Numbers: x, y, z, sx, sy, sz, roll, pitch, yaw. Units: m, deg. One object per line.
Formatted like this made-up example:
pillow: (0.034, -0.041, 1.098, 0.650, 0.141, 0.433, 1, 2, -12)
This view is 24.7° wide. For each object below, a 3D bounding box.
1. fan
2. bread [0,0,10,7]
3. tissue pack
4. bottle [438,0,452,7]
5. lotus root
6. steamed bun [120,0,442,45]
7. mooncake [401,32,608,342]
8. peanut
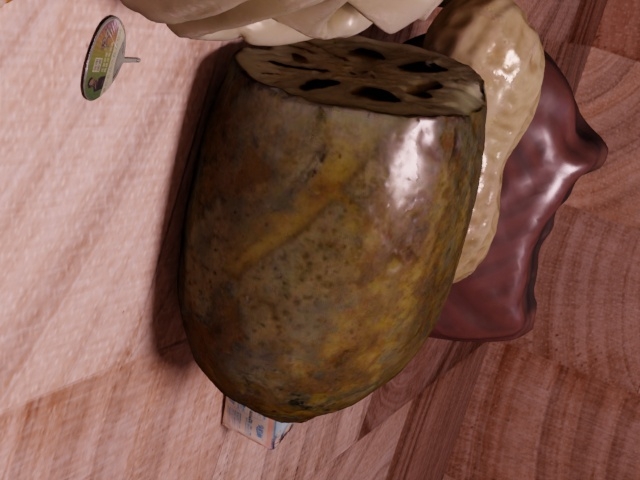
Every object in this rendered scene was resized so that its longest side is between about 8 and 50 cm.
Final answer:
fan: (-0.150, -0.122, 1.033, 0.060, 0.003, 0.080, -64, 163, -16)
bread: (-0.141, -0.222, 0.620, 0.133, 0.179, 0.250, 53, 50, -62)
tissue pack: (-0.063, 0.164, 1.561, 0.059, 0.074, 0.094, -42, 151, -44)
bottle: (0.141, -0.315, 1.448, 0.351, 0.171, 0.172, -27, 136, -59)
lotus root: (0.000, 0.000, 1.278, 0.250, 0.250, 0.346, -44, 155, -57)
steamed bun: (0.021, -0.268, 0.958, 0.310, 0.219, 0.324, -56, 174, -31)
mooncake: (0.143, -0.046, 1.544, 0.325, 0.334, 0.174, -33, -177, 14)
peanut: (0.133, -0.089, 1.385, 0.136, 0.120, 0.298, -8, 118, -51)
